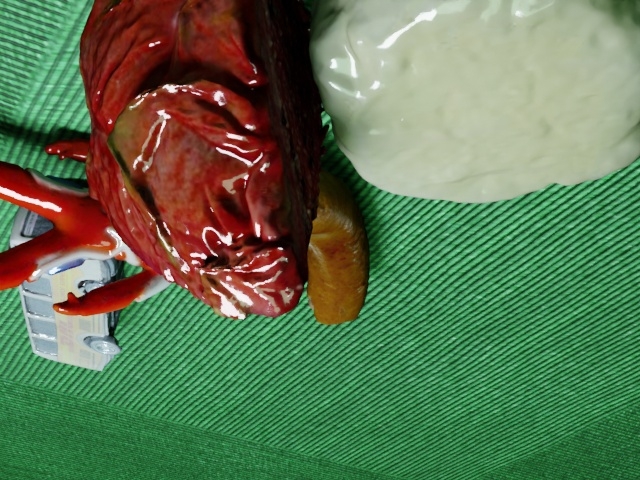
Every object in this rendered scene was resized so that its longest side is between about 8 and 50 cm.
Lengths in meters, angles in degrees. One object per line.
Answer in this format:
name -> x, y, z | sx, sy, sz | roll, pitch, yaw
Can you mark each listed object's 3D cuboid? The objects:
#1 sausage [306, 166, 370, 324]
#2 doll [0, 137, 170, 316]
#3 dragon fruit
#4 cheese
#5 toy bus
sausage -> 0.003, -0.004, 1.303 | 0.076, 0.103, 0.302 | 34, 163, 27
doll -> -0.224, -0.016, 1.241 | 0.383, 0.189, 0.099 | -2, 175, -24
dragon fruit -> -0.065, -0.095, 1.005 | 0.240, 0.330, 0.302 | -9, 153, -21
cheese -> 0.151, -0.150, 1.011 | 0.326, 0.115, 0.318 | 14, 144, -28
toy bus -> -0.299, 0.051, 1.442 | 0.138, 0.097, 0.343 | 13, 150, -1
